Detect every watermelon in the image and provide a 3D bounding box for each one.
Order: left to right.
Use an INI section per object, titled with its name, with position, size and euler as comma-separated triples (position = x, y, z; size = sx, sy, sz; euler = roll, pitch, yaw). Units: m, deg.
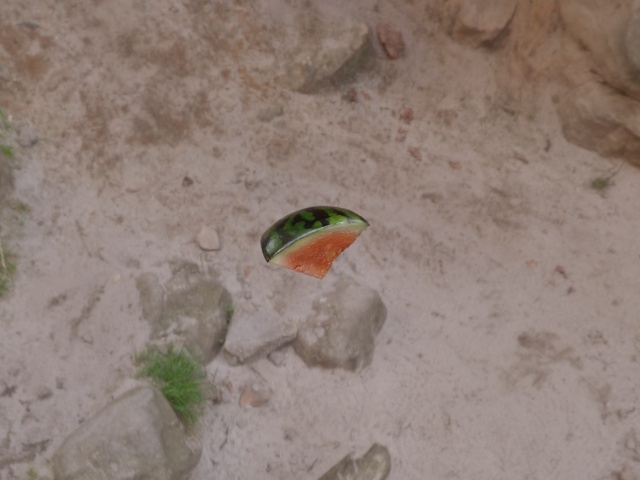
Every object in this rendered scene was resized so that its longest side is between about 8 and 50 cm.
[watermelon]
position = -0.009, -0.018, 1.144
size = 0.137, 0.145, 0.193
euler = 39, 21, -3
